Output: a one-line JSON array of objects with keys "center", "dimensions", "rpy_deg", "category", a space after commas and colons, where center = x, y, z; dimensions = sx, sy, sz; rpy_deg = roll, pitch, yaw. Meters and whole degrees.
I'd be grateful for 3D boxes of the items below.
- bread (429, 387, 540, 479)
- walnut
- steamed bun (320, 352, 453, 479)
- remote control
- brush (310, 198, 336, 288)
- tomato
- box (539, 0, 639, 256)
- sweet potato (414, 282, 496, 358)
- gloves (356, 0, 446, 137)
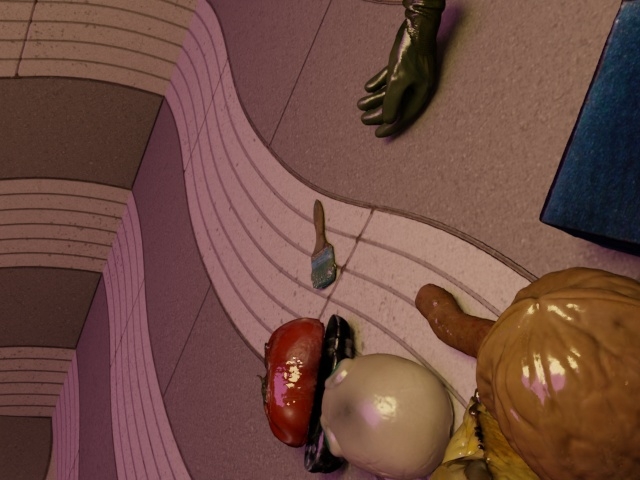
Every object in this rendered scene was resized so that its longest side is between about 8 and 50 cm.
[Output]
[{"center": [0.194, 0.309, 0.722], "dimensions": [0.204, 0.162, 0.262], "rpy_deg": [-69, -10, 16], "category": "bread"}, {"center": [0.261, 0.133, 0.613], "dimensions": [0.228, 0.228, 0.228], "rpy_deg": [-28, 56, 51], "category": "walnut"}, {"center": [0.079, 0.254, 0.952], "dimensions": [0.228, 0.130, 0.177], "rpy_deg": [6, 85, 57], "category": "steamed bun"}, {"center": [0.024, 0.261, 1.107], "dimensions": [0.090, 0.066, 0.266], "rpy_deg": [155, 127, -65], "category": "remote control"}, {"center": [0.000, 0.000, 1.276], "dimensions": [0.070, 0.021, 0.196], "rpy_deg": [-38, 48, 44], "category": "brush"}, {"center": [-0.059, 0.244, 1.125], "dimensions": [0.228, 0.101, 0.228], "rpy_deg": [-172, 90, -82], "category": "tomato"}, {"center": [0.368, -0.103, 0.593], "dimensions": [0.279, 0.116, 0.262], "rpy_deg": [30, 102, 67], "category": "box"}, {"center": [0.217, 0.132, 0.842], "dimensions": [0.281, 0.059, 0.067], "rpy_deg": [32, 115, 58], "category": "sweet potato"}, {"center": [0.142, -0.287, 1.069], "dimensions": [0.135, 0.107, 0.268], "rpy_deg": [-66, -1, -52], "category": "gloves"}]
